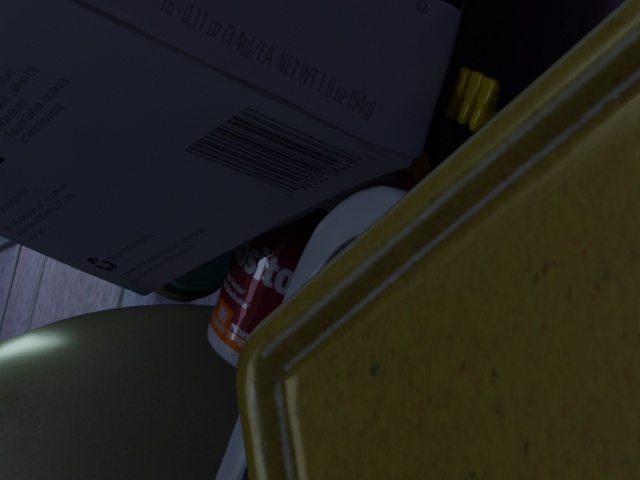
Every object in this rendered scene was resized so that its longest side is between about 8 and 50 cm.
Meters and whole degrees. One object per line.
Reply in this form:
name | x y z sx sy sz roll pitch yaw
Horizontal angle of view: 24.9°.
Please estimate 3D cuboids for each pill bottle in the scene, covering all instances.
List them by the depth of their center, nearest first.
pill bottle | 0.000 0.000 0.796 0.086 0.086 0.152 -125 53 -65

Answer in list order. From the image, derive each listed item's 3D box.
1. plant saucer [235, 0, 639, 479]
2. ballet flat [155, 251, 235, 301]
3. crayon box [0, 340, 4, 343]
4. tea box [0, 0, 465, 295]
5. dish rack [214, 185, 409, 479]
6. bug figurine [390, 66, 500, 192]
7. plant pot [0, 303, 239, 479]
plant saucer | 0.086 0.079 0.307 0.333 0.081 0.332 -43 46 42
ballet flat | -0.095 -0.118 1.008 0.106 0.108 0.316 14 94 63
crayon box | -0.302 0.140 1.347 0.318 0.202 0.081 -171 96 -70
tea box | -0.077 -0.180 0.738 0.329 0.220 0.323 -22 47 61
dish rack | 0.059 0.162 0.456 0.333 0.072 0.285 40 113 55
bug figurine | 0.042 0.056 0.659 0.216 0.072 0.279 -125 52 -68
plant pot | -0.158 0.163 0.953 0.284 0.191 0.284 -164 90 -71
